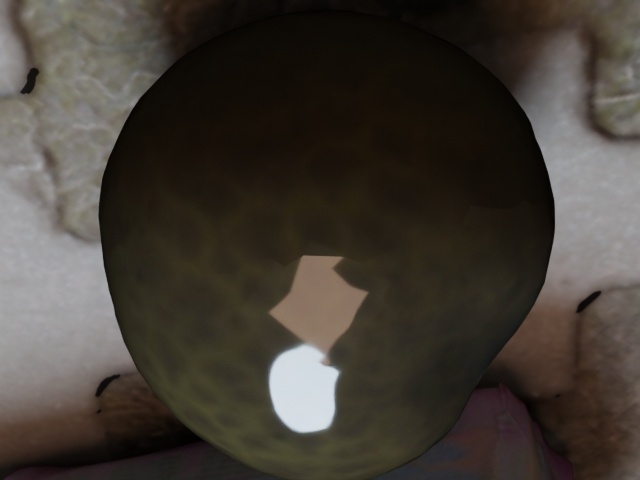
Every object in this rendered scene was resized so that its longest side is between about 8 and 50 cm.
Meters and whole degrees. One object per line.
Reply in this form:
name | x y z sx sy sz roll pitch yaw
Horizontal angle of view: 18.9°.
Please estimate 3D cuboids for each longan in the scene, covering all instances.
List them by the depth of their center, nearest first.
longan | 0.000 0.000 0.841 0.198 0.198 0.212 9 123 -1

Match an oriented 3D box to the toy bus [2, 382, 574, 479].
toy bus | -0.040 0.201 1.049 0.386 0.162 0.171 -13 125 19
